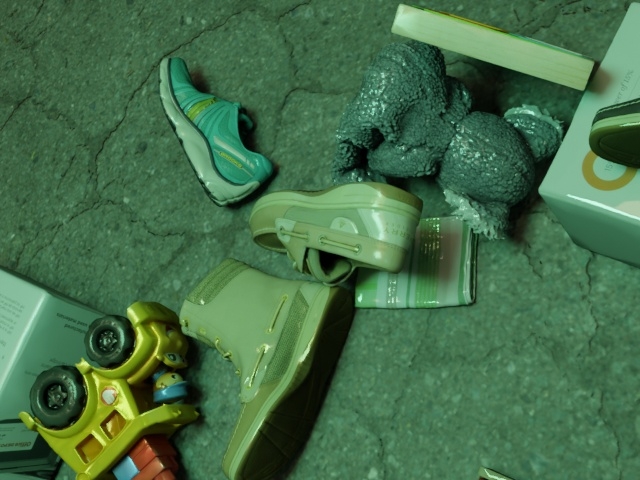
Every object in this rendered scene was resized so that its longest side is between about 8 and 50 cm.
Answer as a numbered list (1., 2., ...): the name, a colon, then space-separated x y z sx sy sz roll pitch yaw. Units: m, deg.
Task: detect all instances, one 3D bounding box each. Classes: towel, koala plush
1. towel: 0.112 0.026 0.988 0.152 0.023 0.113 -5 67 28
2. koala plush: 0.148 -0.108 0.935 0.221 0.203 0.196 34 73 14

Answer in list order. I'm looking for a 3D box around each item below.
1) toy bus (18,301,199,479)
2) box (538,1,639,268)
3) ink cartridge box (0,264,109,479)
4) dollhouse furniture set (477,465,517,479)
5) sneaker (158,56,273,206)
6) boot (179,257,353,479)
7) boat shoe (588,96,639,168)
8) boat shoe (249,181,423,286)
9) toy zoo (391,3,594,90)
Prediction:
1. toy bus: -0.234 0.217 1.046 0.220 0.149 0.211 -46 68 3
2. box: 0.419 -0.057 0.758 0.345 0.168 0.215 24 84 34
3. ink cartridge box: -0.503 0.235 1.167 0.285 0.166 0.395 18 79 35
4. dollhouse furniture set: 0.121 0.308 0.802 0.129 0.129 0.184 17 80 34
5. sneaker: -0.157 -0.166 1.194 0.110 0.107 0.275 -28 62 -5
6. boot: -0.098 0.152 1.008 0.203 0.095 0.262 15 72 32
7. boat shoe: 0.339 -0.110 0.679 0.223 0.080 0.073 -4 64 23
8. boat shoe: 0.000 0.000 0.965 0.302 0.109 0.098 -5 70 55
9. toy zoo: 0.201 -0.213 0.897 0.192 0.293 0.030 21 108 12
